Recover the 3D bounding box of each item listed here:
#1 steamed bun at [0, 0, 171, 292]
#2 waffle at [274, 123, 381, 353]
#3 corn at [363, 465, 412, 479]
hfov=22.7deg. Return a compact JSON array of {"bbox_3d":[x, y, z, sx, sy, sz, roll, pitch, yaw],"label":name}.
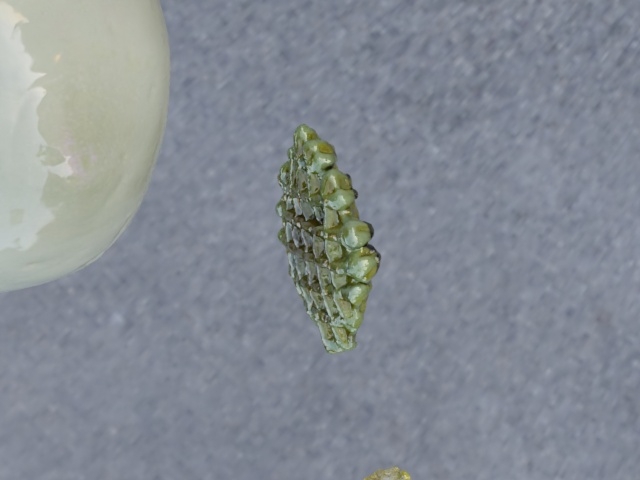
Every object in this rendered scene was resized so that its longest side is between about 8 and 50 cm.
[{"bbox_3d":[-0.278,-0.122,1.197,0.312,0.233,0.334,0,99,39],"label":"steamed bun"},{"bbox_3d":[0.000,0.000,1.352,0.183,0.036,0.169,103,148,-51],"label":"waffle"},{"bbox_3d":[0.074,0.318,1.525,0.067,0.067,0.206,1,106,31],"label":"corn"}]
